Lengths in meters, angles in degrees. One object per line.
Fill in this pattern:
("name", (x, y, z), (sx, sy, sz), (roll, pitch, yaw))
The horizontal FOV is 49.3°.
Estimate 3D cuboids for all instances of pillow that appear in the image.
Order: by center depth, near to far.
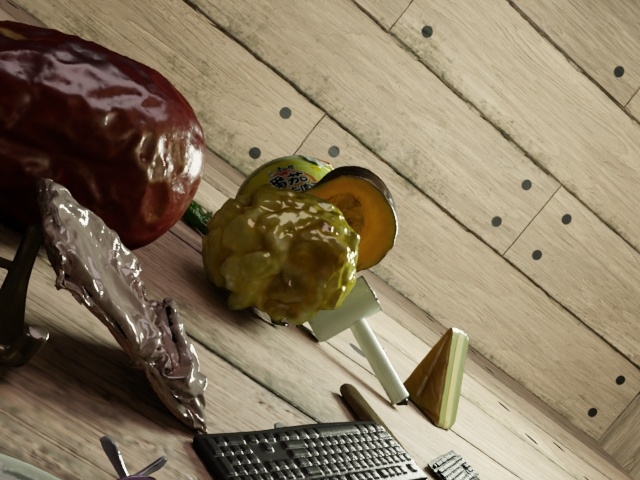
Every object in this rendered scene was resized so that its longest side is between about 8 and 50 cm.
("pillow", (-0.162, 0.060, 0.607), (0.248, 0.049, 0.135), (60, -2, -37))

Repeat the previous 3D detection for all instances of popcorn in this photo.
("popcorn", (-0.064, 0.030, 1.084), (0.249, 0.225, 0.249), (23, 17, -7))

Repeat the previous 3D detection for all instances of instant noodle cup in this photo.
("instant noodle cup", (-0.042, -0.020, 1.462), (0.264, 0.264, 0.200), (34, 17, -34))

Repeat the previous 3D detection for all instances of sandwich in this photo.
("sandwich", (0.254, 0.268, 1.352), (0.079, 0.163, 0.113), (32, 10, -46))

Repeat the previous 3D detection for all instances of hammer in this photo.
("hammer", (0.115, 0.295, 0.905), (0.111, 0.043, 0.365), (33, 6, -33))

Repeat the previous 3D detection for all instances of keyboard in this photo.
("keyboard", (0.034, 0.228, 0.723), (0.381, 0.041, 0.103), (22, 17, -51))
("keyboard", (0.215, 0.365, 1.094), (0.074, 0.015, 0.196), (41, 7, 24))

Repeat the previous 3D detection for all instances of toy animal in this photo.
("toy animal", (-0.217, -0.026, 1.364), (0.217, 0.041, 0.075), (42, 7, 1))

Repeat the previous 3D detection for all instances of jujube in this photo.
("jujube", (-0.279, -0.106, 0.733), (0.318, 0.223, 0.223), (19, 18, -42))

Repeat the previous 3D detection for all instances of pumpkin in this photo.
("pumpkin", (0.000, 0.000, 1.276), (0.222, 0.317, 0.139), (69, -12, -13))

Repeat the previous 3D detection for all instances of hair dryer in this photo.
("hair dryer", (0.080, 0.196, 1.239), (0.237, 0.131, 0.073), (59, -3, 8))

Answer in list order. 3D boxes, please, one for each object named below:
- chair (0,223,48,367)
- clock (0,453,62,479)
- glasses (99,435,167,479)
("chair", (-0.280, -0.044, 0.462), (0.272, 0.166, 0.188), (35, 7, -32))
("clock", (-0.138, 0.168, 0.259), (0.236, 0.053, 0.236), (36, 5, -3))
("glasses", (-0.116, 0.178, 0.461), (0.140, 0.063, 0.103), (35, -15, -34))
